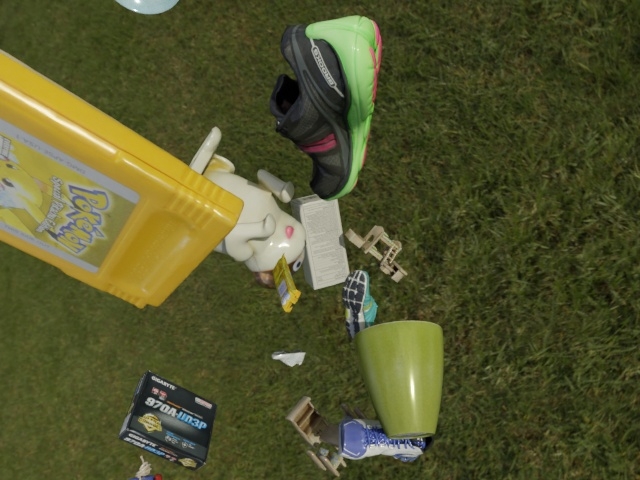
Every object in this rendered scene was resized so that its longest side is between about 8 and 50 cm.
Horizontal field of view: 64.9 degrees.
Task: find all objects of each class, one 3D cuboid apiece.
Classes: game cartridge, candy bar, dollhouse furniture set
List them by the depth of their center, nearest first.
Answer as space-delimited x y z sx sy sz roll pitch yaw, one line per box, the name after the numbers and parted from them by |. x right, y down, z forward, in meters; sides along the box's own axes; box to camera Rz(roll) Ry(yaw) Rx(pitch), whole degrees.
-0.289 -0.046 0.579 0.285 0.323 0.053 -39 26 45 | game cartridge
-0.058 0.063 0.798 0.040 0.018 0.161 -59 20 11 | candy bar
0.201 0.024 1.653 0.101 0.182 0.161 -48 36 8 | dollhouse furniture set
0.016 0.658 1.767 0.242 0.212 0.161 -10 118 53 | dollhouse furniture set

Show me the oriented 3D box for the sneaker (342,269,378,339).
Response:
0.146 0.225 1.789 0.107 0.109 0.276 25 125 46 | sneaker

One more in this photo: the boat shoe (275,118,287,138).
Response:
-0.014 -0.426 1.395 0.335 0.112 0.095 -52 19 -3 | boat shoe

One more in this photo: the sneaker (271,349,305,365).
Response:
-0.124 0.461 1.960 0.053 0.152 0.061 12 92 53 | sneaker

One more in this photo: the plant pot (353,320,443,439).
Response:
0.246 0.420 1.480 0.274 0.274 0.294 -26 55 36 | plant pot

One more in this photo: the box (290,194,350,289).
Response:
0.000 0.000 1.775 0.121 0.147 0.311 -147 46 -68 | box

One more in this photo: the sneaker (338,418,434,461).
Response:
0.222 0.597 1.549 0.182 0.315 0.128 130 147 -47 | sneaker

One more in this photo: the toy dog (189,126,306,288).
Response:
-0.224 -0.031 1.394 0.395 0.407 0.285 -42 24 41 | toy dog

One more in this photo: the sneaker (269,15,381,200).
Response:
0.004 -0.255 1.024 0.202 0.483 0.185 10 61 4 | sneaker

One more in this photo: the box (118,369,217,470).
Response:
-0.377 0.455 1.272 0.051 0.220 0.175 -43 25 26 | box

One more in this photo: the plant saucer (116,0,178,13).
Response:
-0.398 -0.611 1.124 0.195 0.194 0.038 -43 36 30 | plant saucer

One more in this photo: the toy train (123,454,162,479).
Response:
-0.444 0.659 1.249 0.143 0.105 0.248 -112 26 -43 | toy train
